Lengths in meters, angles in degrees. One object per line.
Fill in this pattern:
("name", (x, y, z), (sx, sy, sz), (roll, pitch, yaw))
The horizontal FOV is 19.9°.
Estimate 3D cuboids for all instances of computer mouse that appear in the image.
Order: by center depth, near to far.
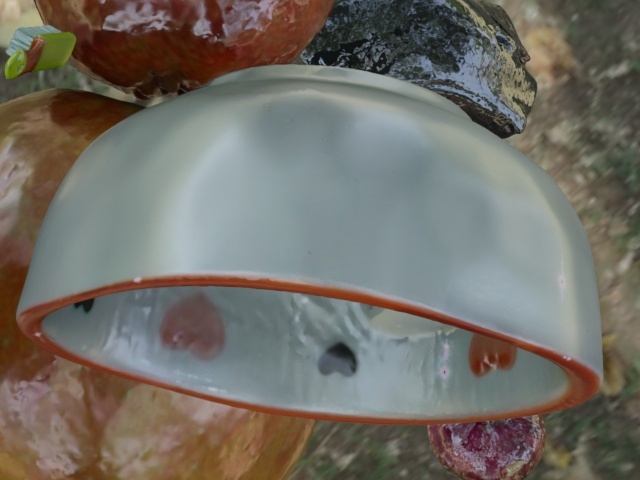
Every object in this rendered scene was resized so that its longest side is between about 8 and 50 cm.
("computer mouse", (0.098, -0.174, 1.626), (0.264, 0.088, 0.147), (10, 56, -35))

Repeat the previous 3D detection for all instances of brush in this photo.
("brush", (-0.136, -0.088, 0.849), (0.021, 0.083, 0.018), (29, 105, 2))

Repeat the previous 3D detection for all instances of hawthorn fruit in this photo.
("hawthorn fruit", (-0.086, -0.215, 1.180), (0.205, 0.205, 0.253), (4, 84, -12))

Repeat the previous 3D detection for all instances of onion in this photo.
("onion", (0.150, 0.170, 1.632), (0.107, 0.097, 0.107), (5, 51, -6))

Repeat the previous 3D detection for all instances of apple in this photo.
("apple", (-0.144, 0.069, 1.137), (0.302, 0.301, 0.301), (4, 72, -12))

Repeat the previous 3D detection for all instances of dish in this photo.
("dish", (0.000, 0.000, 0.808), (0.256, 0.256, 0.117), (9, 74, -10))
